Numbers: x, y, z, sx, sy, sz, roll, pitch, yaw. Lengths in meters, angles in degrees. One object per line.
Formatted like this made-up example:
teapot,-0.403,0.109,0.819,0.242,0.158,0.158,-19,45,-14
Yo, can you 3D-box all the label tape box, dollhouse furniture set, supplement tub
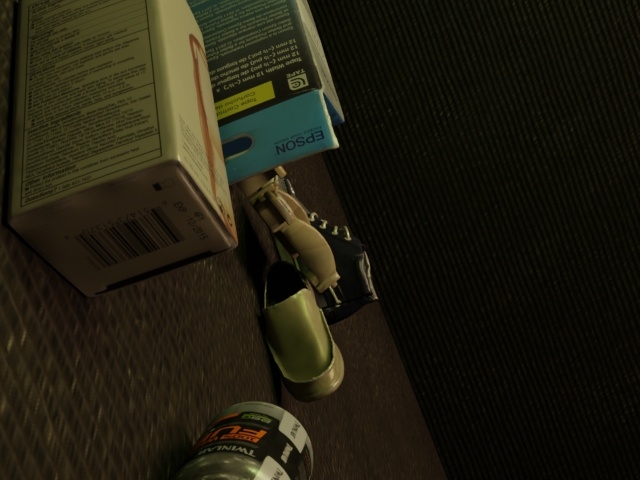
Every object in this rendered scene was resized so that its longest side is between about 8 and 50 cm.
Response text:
label tape box,-0.114,-0.158,0.932,0.115,0.249,0.347,58,14,-53
dollhouse furniture set,0.001,-0.055,1.303,0.355,0.174,0.303,53,-2,-23
supplement tub,-0.073,0.226,0.745,0.190,0.117,0.117,-52,121,-81

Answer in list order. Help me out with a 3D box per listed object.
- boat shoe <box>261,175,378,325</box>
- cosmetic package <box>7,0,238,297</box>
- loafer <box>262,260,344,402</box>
boat shoe,0.000,0.000,1.598,0.127,0.158,0.340,49,23,-68
cosmetic package,-0.181,-0.116,0.761,0.129,0.153,0.296,61,13,-52
loafer,-0.041,0.131,1.265,0.092,0.102,0.268,61,3,-40
